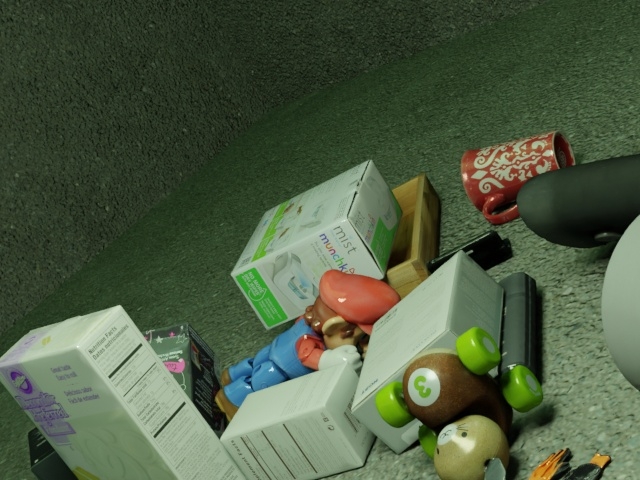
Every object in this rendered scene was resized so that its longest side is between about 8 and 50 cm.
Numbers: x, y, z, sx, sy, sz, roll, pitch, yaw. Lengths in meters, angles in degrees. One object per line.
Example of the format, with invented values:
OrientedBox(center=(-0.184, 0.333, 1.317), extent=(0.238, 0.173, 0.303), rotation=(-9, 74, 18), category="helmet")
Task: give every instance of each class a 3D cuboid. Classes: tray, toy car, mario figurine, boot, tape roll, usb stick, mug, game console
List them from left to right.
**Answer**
OrientedBox(center=(0.001, 0.183, 1.766), extent=(0.320, 0.170, 0.198), rotation=(-38, 50, 18), category="mario figurine")
OrientedBox(center=(0.107, 0.022, 2.050), extent=(0.203, 0.076, 0.411), rotation=(-27, 18, 17), category="tray")
OrientedBox(center=(0.156, 0.222, 1.288), extent=(0.155, 0.149, 0.188), rotation=(-38, 24, 27), category="toy car")
OrientedBox(center=(0.234, 0.019, 1.833), extent=(0.122, 0.107, 0.071), rotation=(-29, 45, 14), category="game console")
OrientedBox(center=(0.252, 0.123, 1.534), extent=(0.077, 0.045, 0.278), rotation=(-28, 17, 21), category="usb stick")
OrientedBox(center=(0.345, -0.105, 1.978), extent=(0.169, 0.150, 0.113), rotation=(-16, -14, 33), category="mug")
OrientedBox(center=(0.411, -0.081, 1.397), extent=(0.445, 0.367, 0.146), rotation=(-2, 77, 54), category="boot")
OrientedBox(center=(0.389, 0.062, 1.148), extent=(0.219, 0.219, 0.072), rotation=(-37, 16, -16), category="tape roll")

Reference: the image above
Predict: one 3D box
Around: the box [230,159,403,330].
OrientedBox(center=(0.000, 0.000, 1.954), extent=(0.231, 0.126, 0.262), rotation=(-25, 17, 20), category="box")

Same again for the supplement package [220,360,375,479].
OrientedBox(center=(-0.024, 0.253, 1.556), extent=(0.179, 0.105, 0.105), rotation=(-22, 20, 31), category="supplement package")

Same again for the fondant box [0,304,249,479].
OrientedBox(center=(-0.273, 0.260, 1.596), extent=(0.238, 0.330, 0.096), rotation=(-16, 23, 46), category="fondant box")

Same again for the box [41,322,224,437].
OrientedBox(center=(-0.291, 0.245, 1.809), extent=(0.247, 0.163, 0.142), rotation=(-12, 59, 10), category="box")

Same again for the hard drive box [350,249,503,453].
OrientedBox(center=(0.144, 0.141, 1.523), extent=(0.181, 0.089, 0.232), rotation=(-43, 10, 26), category="hard drive box")

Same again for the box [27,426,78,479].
OrientedBox(center=(-0.366, 0.322, 1.993), extent=(0.261, 0.103, 0.184), rotation=(-34, 14, -7), category="box")

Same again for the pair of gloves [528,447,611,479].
OrientedBox(center=(0.259, 0.248, 1.222), extent=(0.074, 0.010, 0.083), rotation=(-39, 20, -27), category="pair of gloves")
